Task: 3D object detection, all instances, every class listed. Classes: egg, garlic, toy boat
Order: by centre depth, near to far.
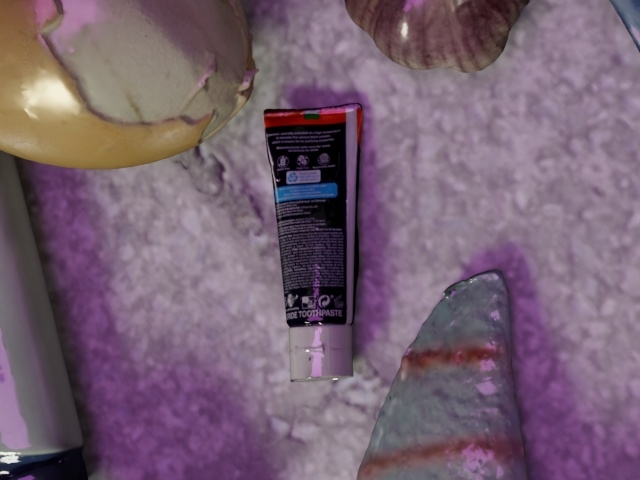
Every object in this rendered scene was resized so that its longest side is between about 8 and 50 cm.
[{"bbox_3d":[0.075,-0.191,0.889,0.147,0.102,0.159,6,94,22],"label":"garlic"},{"bbox_3d":[0.092,0.164,0.904,0.206,0.096,0.282,-13,77,31],"label":"toy boat"},{"bbox_3d":[-0.166,-0.146,0.913,0.244,0.201,0.201,-2,90,19],"label":"egg"}]

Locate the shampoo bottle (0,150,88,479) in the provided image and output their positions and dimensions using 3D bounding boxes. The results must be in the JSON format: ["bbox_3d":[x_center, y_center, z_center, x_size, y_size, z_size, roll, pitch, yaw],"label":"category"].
[{"bbox_3d":[-0.269,0.035,1.011,0.134,0.078,0.359,-16,86,22],"label":"shampoo bottle"}]

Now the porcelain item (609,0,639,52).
[{"bbox_3d":[0.209,-0.204,0.837,0.141,0.141,0.259,-21,94,16],"label":"porcelain item"}]

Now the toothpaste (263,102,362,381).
[{"bbox_3d":[0.000,0.000,0.947,0.071,0.045,0.193,-5,83,9],"label":"toothpaste"}]
